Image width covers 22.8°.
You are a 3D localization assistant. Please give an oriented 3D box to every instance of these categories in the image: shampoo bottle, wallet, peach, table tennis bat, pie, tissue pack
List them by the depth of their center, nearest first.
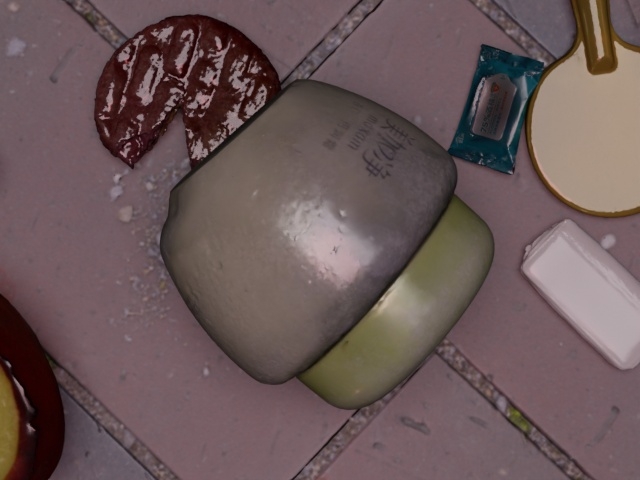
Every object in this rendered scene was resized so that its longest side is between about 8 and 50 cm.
[{"bbox_3d":[0.000,0.000,1.708,0.317,0.322,0.322,39,87,-3],"label":"shampoo bottle"},{"bbox_3d":[-0.436,0.158,1.757,0.258,0.201,0.361,-35,98,7],"label":"peach"},{"bbox_3d":[0.319,0.062,1.850,0.190,0.033,0.095,43,86,2],"label":"wallet"},{"bbox_3d":[0.332,-0.186,1.860,0.198,0.050,0.321,-9,88,3],"label":"table tennis bat"},{"bbox_3d":[-0.151,-0.160,1.860,0.219,0.054,0.204,32,87,4],"label":"pie"},{"bbox_3d":[0.208,-0.154,1.863,0.085,0.028,0.138,19,91,20],"label":"tissue pack"}]
